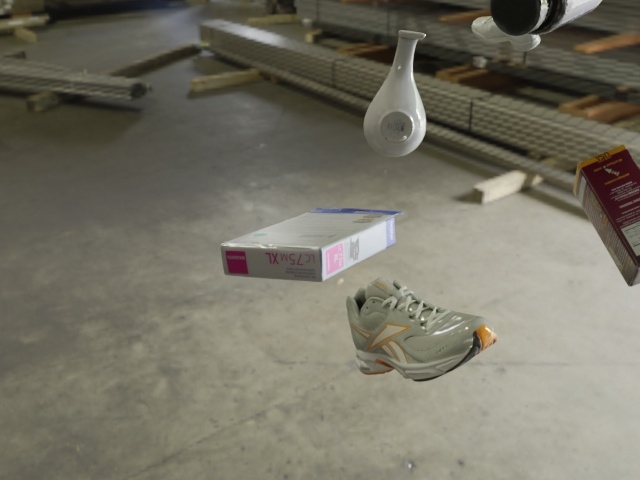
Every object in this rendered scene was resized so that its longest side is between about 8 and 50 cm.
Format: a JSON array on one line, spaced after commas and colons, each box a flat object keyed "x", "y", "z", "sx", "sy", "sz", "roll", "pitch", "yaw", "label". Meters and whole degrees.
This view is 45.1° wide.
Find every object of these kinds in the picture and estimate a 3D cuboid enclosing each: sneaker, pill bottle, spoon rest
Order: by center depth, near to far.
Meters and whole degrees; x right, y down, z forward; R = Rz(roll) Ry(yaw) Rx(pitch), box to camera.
[{"x": 0.107, "y": 0.103, "z": 0.968, "sx": 0.099, "sy": 0.121, "sz": 0.262, "roll": -25, "pitch": 5, "yaw": -31, "label": "sneaker"}, {"x": 0.387, "y": -0.421, "z": 1.311, "sx": 0.123, "sy": 0.122, "sz": 0.219, "roll": 22, "pitch": 39, "yaw": 39, "label": "pill bottle"}, {"x": 0.173, "y": -0.315, "z": 1.664, "sx": 0.137, "sy": 0.276, "sz": 0.084, "roll": 8, "pitch": 22, "yaw": -2, "label": "spoon rest"}, {"x": 0.446, "y": -0.535, "z": 1.884, "sx": 0.080, "sy": 0.094, "sz": 0.212, "roll": -43, "pitch": 39, "yaw": -10, "label": "sneaker"}]

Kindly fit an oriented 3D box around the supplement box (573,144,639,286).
[{"x": 0.473, "y": -0.037, "z": 1.189, "sx": 0.081, "sy": 0.104, "sz": 0.188, "roll": -24, "pitch": 65, "yaw": 4, "label": "supplement box"}]

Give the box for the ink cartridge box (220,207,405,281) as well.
[{"x": 0.000, "y": 0.000, "z": 1.295, "sx": 0.186, "sy": 0.065, "sz": 0.311, "roll": 3, "pitch": 16, "yaw": 30, "label": "ink cartridge box"}]
